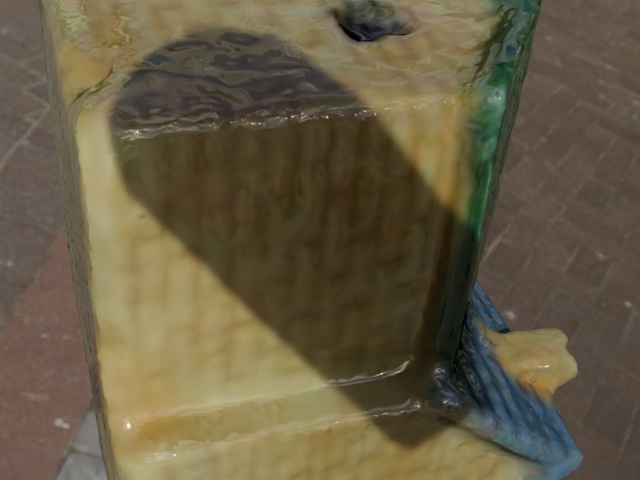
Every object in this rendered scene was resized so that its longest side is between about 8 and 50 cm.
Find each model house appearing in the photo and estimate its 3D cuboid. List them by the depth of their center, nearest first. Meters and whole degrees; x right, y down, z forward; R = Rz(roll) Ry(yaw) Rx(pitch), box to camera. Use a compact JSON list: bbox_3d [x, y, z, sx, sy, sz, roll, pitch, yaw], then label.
[{"bbox_3d":[0.000,0.000,0.691,0.342,0.382,0.335,-8,41,-15],"label":"model house"}]
